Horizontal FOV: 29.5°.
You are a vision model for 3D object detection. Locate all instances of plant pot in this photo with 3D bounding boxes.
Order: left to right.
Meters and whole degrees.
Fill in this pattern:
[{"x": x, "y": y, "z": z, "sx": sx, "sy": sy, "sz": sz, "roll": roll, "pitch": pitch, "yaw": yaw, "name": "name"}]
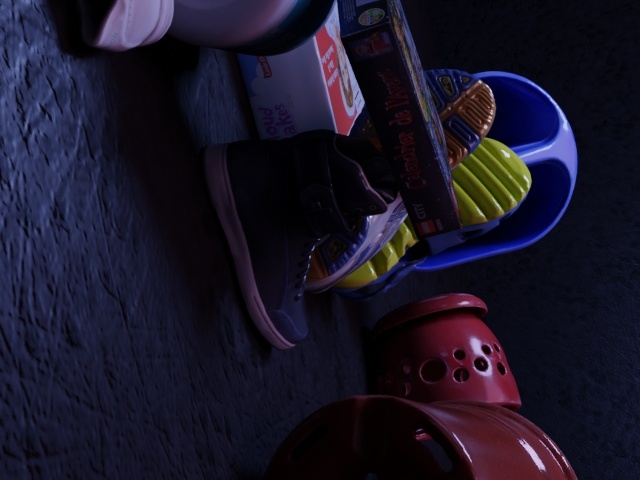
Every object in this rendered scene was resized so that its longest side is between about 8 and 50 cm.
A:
[{"x": 0.087, "y": 0.260, "z": 1.111, "sx": 0.265, "sy": 0.273, "sz": 0.272, "roll": 36, "pitch": 44, "yaw": -62, "name": "plant pot"}, {"x": 0.164, "y": 0.175, "z": 1.688, "sx": 0.191, "sy": 0.191, "sz": 0.174, "roll": 43, "pitch": 30, "yaw": -71, "name": "plant pot"}]

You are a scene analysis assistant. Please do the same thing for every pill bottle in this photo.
[{"x": -0.064, "y": -0.237, "z": 1.063, "sx": 0.264, "sy": 0.146, "sz": 0.146, "roll": -28, "pitch": 107, "yaw": -77, "name": "pill bottle"}]

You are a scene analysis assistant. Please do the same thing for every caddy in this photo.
[{"x": 0.173, "y": -0.093, "z": 1.621, "sx": 0.179, "sy": 0.341, "sz": 0.241, "roll": -168, "pitch": -115, "yaw": -73, "name": "caddy"}]

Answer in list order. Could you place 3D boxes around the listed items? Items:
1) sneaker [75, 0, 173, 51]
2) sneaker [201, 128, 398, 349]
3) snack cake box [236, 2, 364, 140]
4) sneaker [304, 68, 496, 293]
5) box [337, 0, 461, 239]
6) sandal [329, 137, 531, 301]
[{"x": -0.155, "y": -0.235, "z": 0.830, "sx": 0.094, "sy": 0.080, "sz": 0.212, "roll": -38, "pitch": 119, "yaw": -63, "name": "sneaker"}, {"x": 0.000, "y": 0.000, "z": 1.120, "sx": 0.086, "sy": 0.164, "sz": 0.226, "roll": -86, "pitch": 163, "yaw": -56, "name": "sneaker"}, {"x": -0.016, "y": -0.195, "z": 1.392, "sx": 0.264, "sy": 0.089, "sz": 0.152, "roll": -68, "pitch": 147, "yaw": -68, "name": "snack cake box"}, {"x": 0.061, "y": -0.063, "z": 1.289, "sx": 0.112, "sy": 0.296, "sz": 0.131, "roll": 47, "pitch": -9, "yaw": 13, "name": "sneaker"}, {"x": 0.068, "y": -0.137, "z": 1.083, "sx": 0.159, "sy": 0.044, "sz": 0.233, "roll": -95, "pitch": 165, "yaw": -48, "name": "box"}, {"x": 0.114, "y": -0.022, "z": 1.484, "sx": 0.126, "sy": 0.317, "sz": 0.138, "roll": 59, "pitch": -18, "yaw": 20, "name": "sandal"}]
